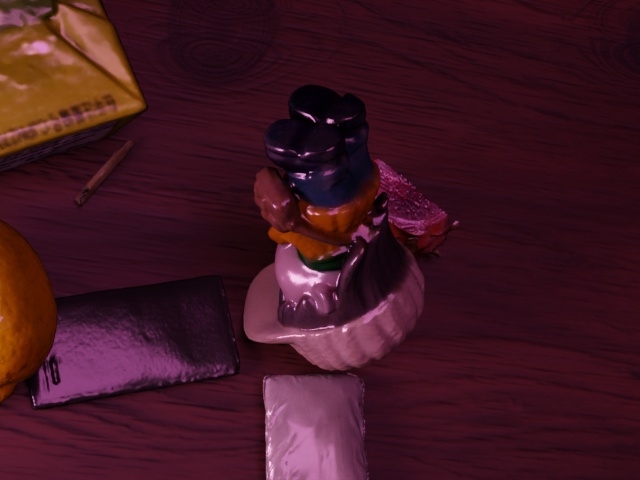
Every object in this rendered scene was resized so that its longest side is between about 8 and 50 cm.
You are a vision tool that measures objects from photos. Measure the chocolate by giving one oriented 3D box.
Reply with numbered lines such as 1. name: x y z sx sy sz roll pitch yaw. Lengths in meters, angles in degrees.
1. chocolate: -0.389 -0.211 1.467 0.301 0.137 0.289 -21 79 -23

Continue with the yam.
1. yam: -0.254 -0.081 1.534 0.014 0.014 0.107 38 64 -3

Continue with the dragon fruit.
1. dragon fruit: 0.080 -0.020 1.585 0.147 0.102 0.096 40 56 8

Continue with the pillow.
1. pillow: -0.001 0.259 1.484 0.128 0.051 0.229 4 68 -21

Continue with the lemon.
1. lemon: -0.362 0.071 1.362 0.170 0.170 0.207 -22 81 -24

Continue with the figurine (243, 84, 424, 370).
1. figurine: 0.027 0.004 1.436 0.204 0.332 0.185 24 49 12

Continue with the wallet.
1. wallet: -0.215 0.112 1.475 0.244 0.025 0.124 -8 74 -21
